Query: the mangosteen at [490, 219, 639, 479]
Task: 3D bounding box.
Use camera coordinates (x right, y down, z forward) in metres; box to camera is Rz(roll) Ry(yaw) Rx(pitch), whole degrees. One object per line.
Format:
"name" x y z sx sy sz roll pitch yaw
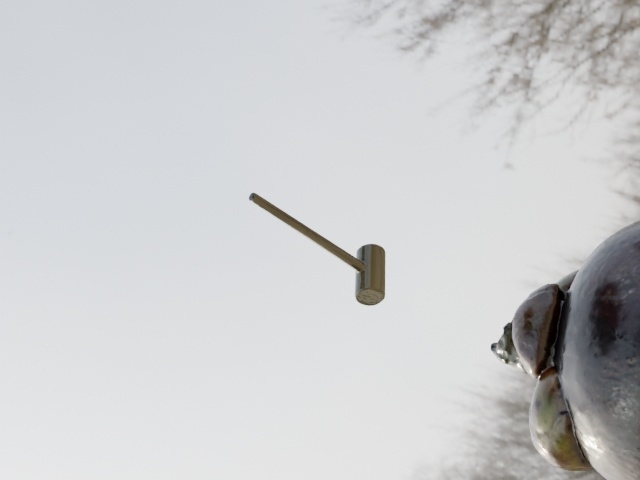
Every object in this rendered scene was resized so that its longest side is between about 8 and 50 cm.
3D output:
"mangosteen" 0.138 0.048 0.432 0.140 0.140 0.140 -36 -45 -47

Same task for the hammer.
"hammer" 0.000 0.000 0.617 0.110 0.019 0.035 34 -137 -34
